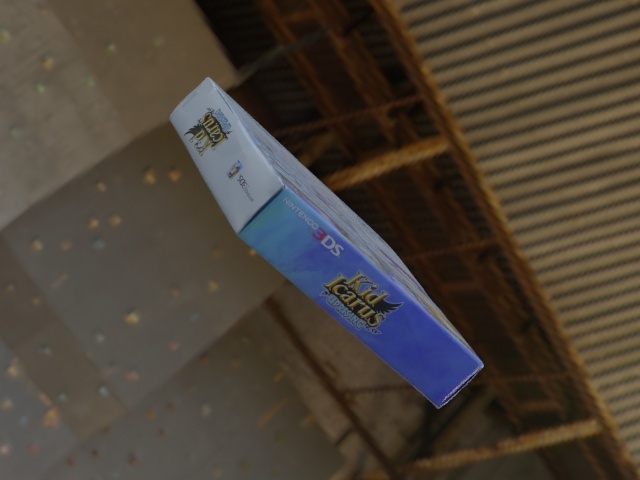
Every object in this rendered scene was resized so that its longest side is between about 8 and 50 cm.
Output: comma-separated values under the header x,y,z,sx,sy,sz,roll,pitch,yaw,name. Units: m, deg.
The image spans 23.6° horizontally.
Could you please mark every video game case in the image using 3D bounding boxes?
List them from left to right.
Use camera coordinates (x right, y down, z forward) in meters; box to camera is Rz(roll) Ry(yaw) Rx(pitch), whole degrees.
x,y,z,sx,sy,sz,roll,pitch,yaw,name
0.000,0.000,1.345,0.269,0.061,0.244,42,6,-31,video game case
